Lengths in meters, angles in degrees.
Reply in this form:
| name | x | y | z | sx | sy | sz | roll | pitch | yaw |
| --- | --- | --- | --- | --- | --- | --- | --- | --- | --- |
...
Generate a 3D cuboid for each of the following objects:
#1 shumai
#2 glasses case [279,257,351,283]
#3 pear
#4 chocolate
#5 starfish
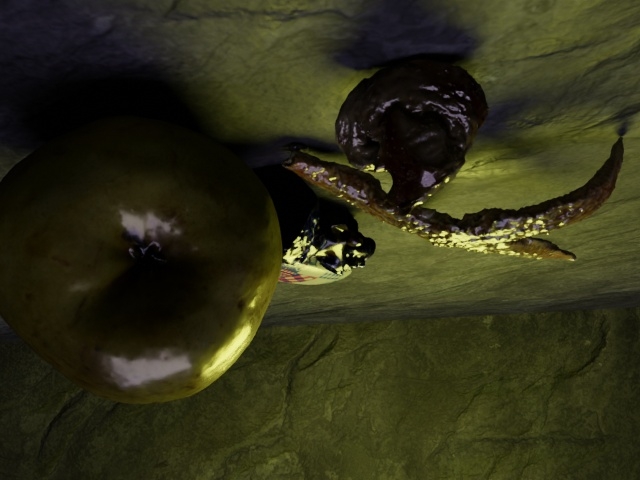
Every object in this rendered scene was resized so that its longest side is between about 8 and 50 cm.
| name | x | y | z | sx | sy | sz | roll | pitch | yaw |
| --- | --- | --- | --- | --- | --- | --- | --- | --- | --- |
| shumai | 0.095 | -0.104 | 0.546 | 0.139 | 0.105 | 0.123 | -31 | 134 | -1 |
| glasses case | -0.060 | 0.038 | 1.108 | 0.125 | 0.076 | 0.327 | -15 | 162 | 33 |
| pear | -0.189 | 0.014 | 0.625 | 0.303 | 0.304 | 0.304 | -3 | 165 | -1 |
| chocolate | 0.002 | -0.002 | 0.879 | 0.148 | 0.126 | 0.343 | 5 | 171 | 26 |
| starfish | 0.202 | -0.046 | 0.790 | 0.397 | 0.132 | 0.383 | -5 | 170 | 20 |
